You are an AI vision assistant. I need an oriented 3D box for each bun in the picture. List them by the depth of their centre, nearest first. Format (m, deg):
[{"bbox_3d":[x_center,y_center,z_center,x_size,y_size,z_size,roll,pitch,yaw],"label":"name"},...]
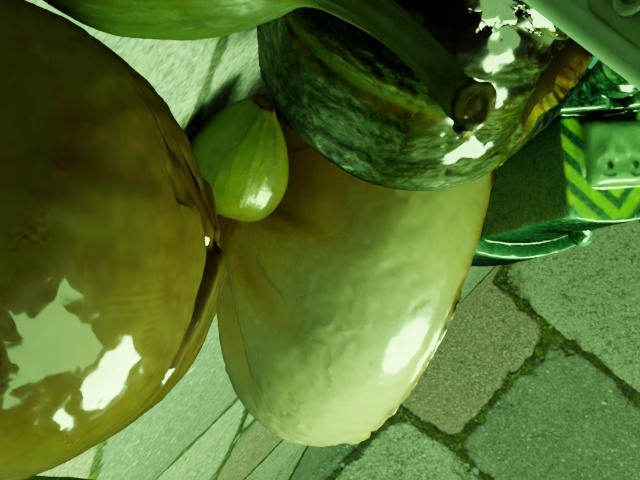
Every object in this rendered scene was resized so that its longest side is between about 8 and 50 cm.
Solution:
[{"bbox_3d":[0.000,0.000,1.391,0.299,0.165,0.299,-61,-168,22],"label":"bun"}]

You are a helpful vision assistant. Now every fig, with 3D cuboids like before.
[{"bbox_3d":[-0.020,-0.117,0.724,0.149,0.245,0.149,-46,160,-21],"label":"fig"},{"bbox_3d":[-0.054,-0.057,1.256,0.074,0.074,0.088,-24,135,-67],"label":"fig"}]

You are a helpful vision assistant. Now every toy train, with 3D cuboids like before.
[{"bbox_3d":[0.178,-0.077,1.452,0.138,0.178,0.330,-5,177,-17],"label":"toy train"}]

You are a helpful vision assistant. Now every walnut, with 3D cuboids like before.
[{"bbox_3d":[-0.134,-0.001,0.763,0.203,0.203,0.298,-52,177,7],"label":"walnut"}]

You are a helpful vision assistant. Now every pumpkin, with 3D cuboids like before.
[{"bbox_3d":[0.098,-0.177,1.141,0.320,0.192,0.320,-51,171,-12],"label":"pumpkin"}]

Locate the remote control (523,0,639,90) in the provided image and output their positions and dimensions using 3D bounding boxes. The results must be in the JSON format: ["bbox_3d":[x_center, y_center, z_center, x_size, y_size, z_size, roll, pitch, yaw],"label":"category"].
[{"bbox_3d":[0.120,-0.171,0.866,0.128,0.335,0.065,-52,171,8],"label":"remote control"}]

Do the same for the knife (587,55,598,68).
[{"bbox_3d":[0.177,-0.132,1.083,0.014,0.005,0.091,-43,169,-42],"label":"knife"}]

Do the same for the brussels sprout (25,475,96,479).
[{"bbox_3d":[-0.219,0.267,1.135,0.371,0.315,0.276,66,40,-72],"label":"brussels sprout"}]
